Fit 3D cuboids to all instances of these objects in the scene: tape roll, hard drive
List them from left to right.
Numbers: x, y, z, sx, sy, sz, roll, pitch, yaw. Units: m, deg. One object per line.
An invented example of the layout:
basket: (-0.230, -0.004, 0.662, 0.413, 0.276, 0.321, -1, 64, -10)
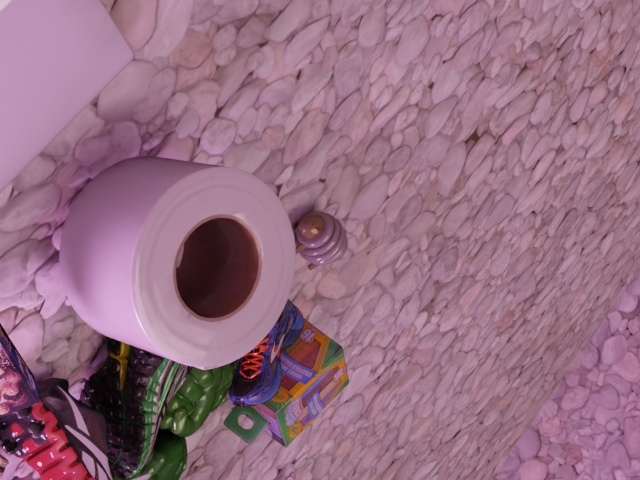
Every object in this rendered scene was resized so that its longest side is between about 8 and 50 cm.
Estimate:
hard drive: (-0.346, -0.150, 1.219, 0.307, 0.040, 0.203, -48, 151, -12)
tape roll: (-0.175, 0.022, 1.440, 0.246, 0.169, 0.246, -8, 102, -41)

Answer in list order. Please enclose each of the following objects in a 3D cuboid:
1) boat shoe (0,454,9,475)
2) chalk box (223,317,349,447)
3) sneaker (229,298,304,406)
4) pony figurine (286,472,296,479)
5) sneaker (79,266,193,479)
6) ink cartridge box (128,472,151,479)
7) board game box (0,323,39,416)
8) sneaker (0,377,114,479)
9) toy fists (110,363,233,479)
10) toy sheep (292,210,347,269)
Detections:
boat shoe: (-0.444, 0.275, 1.526, 0.043, 0.049, 0.137, -45, 153, -24)
chalk box: (-0.072, 0.248, 1.978, 0.213, 0.132, 0.132, -43, 150, -23)
sneaker: (-0.099, 0.173, 1.882, 0.087, 0.083, 0.221, 64, 34, -41)
pony figurine: (-0.089, 0.698, 2.354, 0.351, 0.302, 0.363, -73, 168, -47)
sneaker: (-0.237, 0.195, 1.666, 0.146, 0.134, 0.344, -11, 130, -53)
ink cartridge box: (-0.371, 0.504, 1.710, 0.207, 0.119, 0.353, -9, 146, -53)
board game box: (-0.455, 0.170, 1.294, 0.243, 0.042, 0.165, -21, 144, -7)
sneaker: (-0.321, 0.300, 1.562, 0.097, 0.276, 0.135, -29, -174, 33)
toy fists: (-0.240, 0.291, 1.807, 0.142, 0.096, 0.279, 9, 114, -58)
toy sheep: (0.000, 0.000, 1.870, 0.091, 0.091, 0.132, -52, 147, -5)
